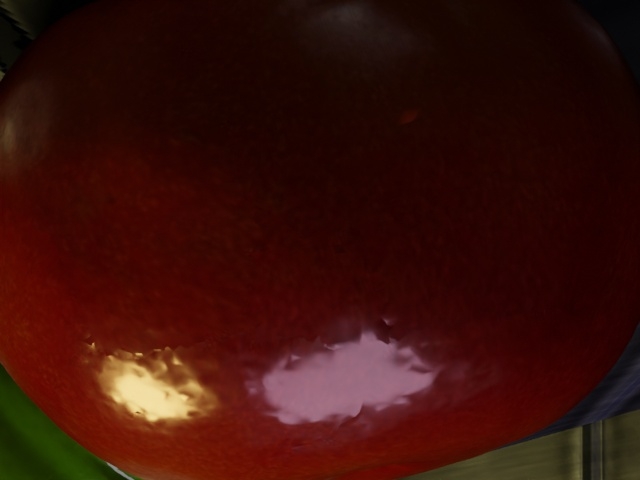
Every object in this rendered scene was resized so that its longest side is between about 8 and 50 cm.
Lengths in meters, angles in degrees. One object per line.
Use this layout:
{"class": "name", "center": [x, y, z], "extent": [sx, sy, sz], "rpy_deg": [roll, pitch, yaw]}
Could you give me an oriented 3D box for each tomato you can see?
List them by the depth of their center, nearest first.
{"class": "tomato", "center": [0.000, 0.000, 0.392], "extent": [0.195, 0.136, 0.195], "rpy_deg": [-13, 165, -4]}

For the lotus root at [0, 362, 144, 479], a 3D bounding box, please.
{"class": "lotus root", "center": [-0.093, 0.054, 0.510], "extent": [0.186, 0.186, 0.186], "rpy_deg": [-14, 166, -3]}
